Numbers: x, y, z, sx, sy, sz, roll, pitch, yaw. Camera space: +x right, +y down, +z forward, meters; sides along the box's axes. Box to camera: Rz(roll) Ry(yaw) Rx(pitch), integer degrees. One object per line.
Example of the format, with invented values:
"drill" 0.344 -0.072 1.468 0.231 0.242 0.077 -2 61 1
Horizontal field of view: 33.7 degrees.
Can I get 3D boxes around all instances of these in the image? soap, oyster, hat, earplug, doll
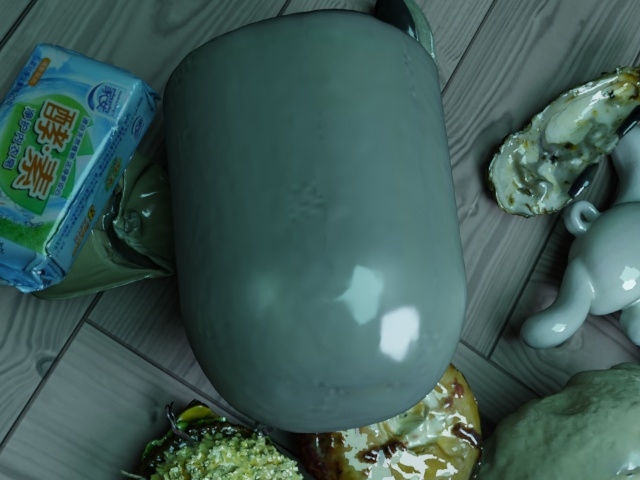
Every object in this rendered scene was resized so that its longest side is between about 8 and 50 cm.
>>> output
"soap" -0.296 -0.082 1.145 0.156 0.077 0.293 20 73 16
"oyster" 0.371 -0.150 1.501 0.345 0.078 0.128 -39 80 -16
"hat" -0.245 0.001 1.212 0.144 0.173 0.166 24 42 -64
"earplug" 0.000 0.000 1.126 0.313 0.312 0.394 4 64 -25
"doll" 0.484 0.068 1.501 0.366 0.187 0.376 36 82 -7

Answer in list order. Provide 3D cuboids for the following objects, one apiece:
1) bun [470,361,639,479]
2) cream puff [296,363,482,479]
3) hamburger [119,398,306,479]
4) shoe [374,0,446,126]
"bun" 0.356 0.306 1.355 0.360 0.211 0.359 -10 129 -12
"cream puff" 0.081 0.237 1.286 0.240 0.164 0.240 10 69 -26
"hamburger" -0.118 0.313 1.194 0.262 0.139 0.243 36 72 -19
"shoe" 0.090 -0.210 1.374 0.112 0.099 0.227 -14 92 -19
